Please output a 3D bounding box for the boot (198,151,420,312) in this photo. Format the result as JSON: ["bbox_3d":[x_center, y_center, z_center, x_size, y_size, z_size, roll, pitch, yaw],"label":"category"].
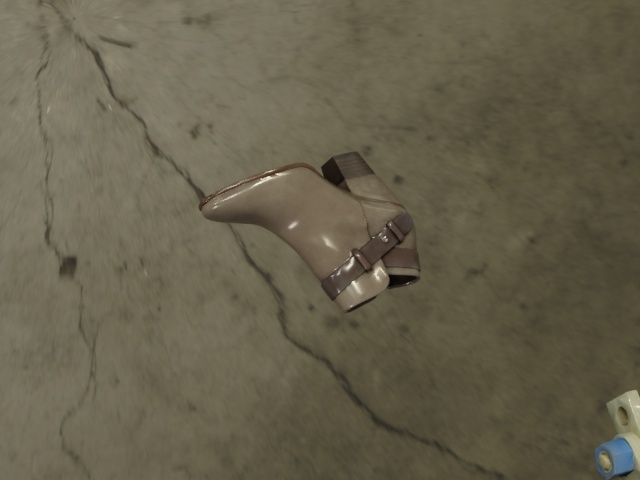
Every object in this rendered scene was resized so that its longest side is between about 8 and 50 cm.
[{"bbox_3d":[0.000,0.000,0.874,0.118,0.042,0.087,-18,78,-23],"label":"boot"}]

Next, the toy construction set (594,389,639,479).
[{"bbox_3d":[0.192,0.243,1.225,0.328,0.215,0.151,-24,100,-23],"label":"toy construction set"}]
